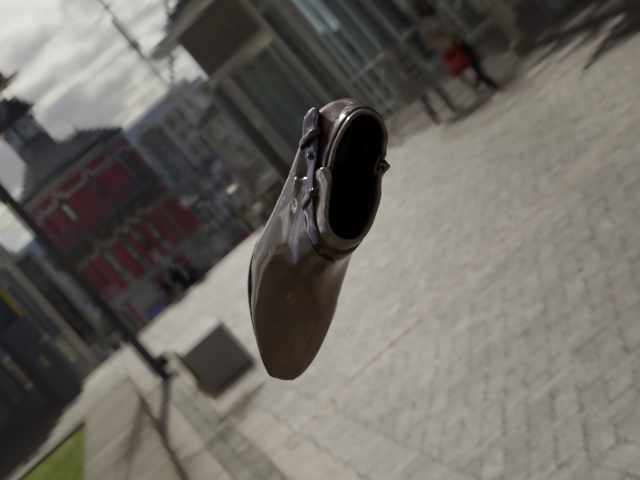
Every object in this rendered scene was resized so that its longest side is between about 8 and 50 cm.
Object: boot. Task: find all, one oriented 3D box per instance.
[{"bbox_3d":[0.000,0.000,0.564,0.087,0.042,0.118,166,111,-75],"label":"boot"}]
